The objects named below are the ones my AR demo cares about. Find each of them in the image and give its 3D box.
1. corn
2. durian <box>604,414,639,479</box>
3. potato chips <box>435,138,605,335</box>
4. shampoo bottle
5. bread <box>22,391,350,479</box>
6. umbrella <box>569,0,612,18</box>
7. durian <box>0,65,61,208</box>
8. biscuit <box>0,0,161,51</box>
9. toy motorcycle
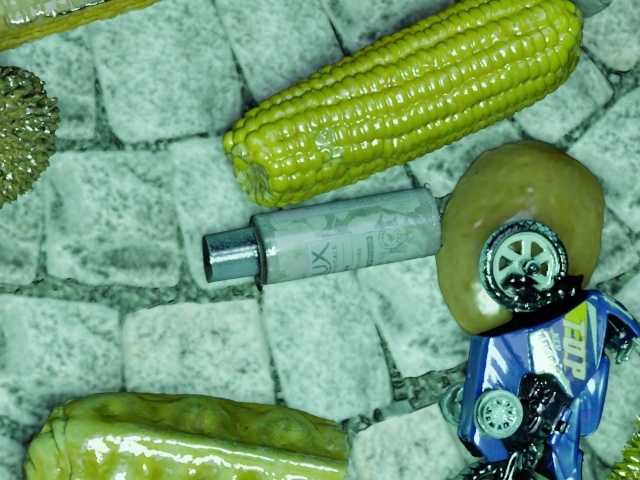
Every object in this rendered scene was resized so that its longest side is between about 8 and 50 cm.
[{"bbox_3d":[0.081,-0.135,1.660,0.363,0.120,0.120,-23,82,-14],"label":"corn"},{"bbox_3d":[0.323,0.243,1.568,0.237,0.176,0.200,-43,108,-24],"label":"durian"},{"bbox_3d":[0.186,-0.001,1.681,0.150,0.049,0.201,29,72,-3],"label":"potato chips"},{"bbox_3d":[0.000,0.000,1.639,0.214,0.072,0.072,-10,79,-12],"label":"shampoo bottle"},{"bbox_3d":[-0.117,0.200,1.542,0.268,0.130,0.152,9,39,-7],"label":"bread"},{"bbox_3d":[0.294,-0.372,1.776,0.067,0.073,0.337,27,72,-23],"label":"umbrella"},{"bbox_3d":[-0.309,-0.119,1.549,0.196,0.196,0.167,27,76,-2],"label":"durian"},{"bbox_3d":[-0.147,-0.271,1.684,0.379,0.054,0.094,-20,80,-13],"label":"biscuit"},{"bbox_3d":[0.203,0.143,1.615,0.169,0.113,0.315,9,88,-13],"label":"toy motorcycle"}]
